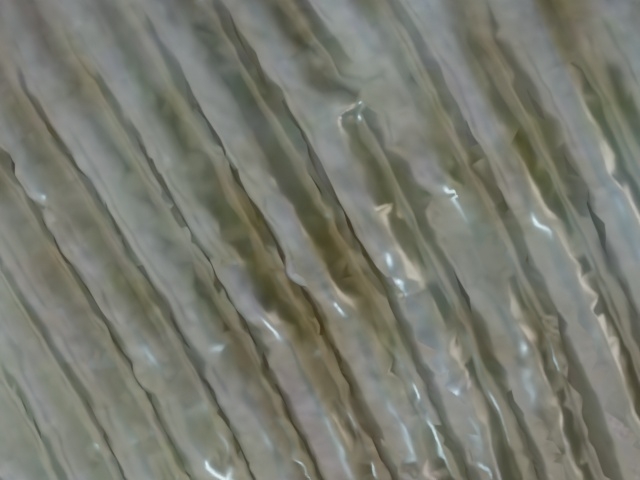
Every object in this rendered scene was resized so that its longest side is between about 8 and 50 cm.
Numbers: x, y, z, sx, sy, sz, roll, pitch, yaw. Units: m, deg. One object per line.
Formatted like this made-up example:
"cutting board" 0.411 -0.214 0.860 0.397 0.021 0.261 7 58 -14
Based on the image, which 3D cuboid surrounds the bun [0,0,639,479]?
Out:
"bun" 0.037 0.011 0.471 0.362 0.211 0.362 2 102 11
